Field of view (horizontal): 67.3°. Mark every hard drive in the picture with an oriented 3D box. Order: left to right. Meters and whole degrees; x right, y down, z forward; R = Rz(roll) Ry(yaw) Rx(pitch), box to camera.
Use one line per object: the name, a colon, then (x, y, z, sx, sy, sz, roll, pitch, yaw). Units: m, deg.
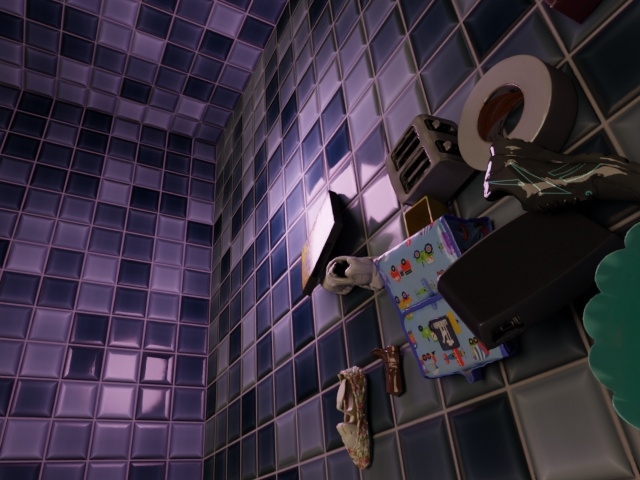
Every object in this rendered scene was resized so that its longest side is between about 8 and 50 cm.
hard drive: (0.318, 0.040, 0.755, 0.255, 0.054, 0.172, -36, 36, 4)

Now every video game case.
video game case: (0.000, 0.000, 1.489, 0.275, 0.035, 0.248, -96, 27, -65)

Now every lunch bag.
lunch bag: (0.255, 0.129, 0.939, 0.221, 0.138, 0.293, -40, 57, 49)

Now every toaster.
toaster: (0.240, -0.167, 1.078, 0.185, 0.110, 0.168, -54, 34, 39)

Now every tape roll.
tape roll: (0.362, -0.229, 0.905, 0.219, 0.072, 0.219, -37, 46, 52)

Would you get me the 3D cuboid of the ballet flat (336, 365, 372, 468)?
ballet flat: (0.075, 0.433, 1.186, 0.091, 0.077, 0.240, -38, 47, 51)

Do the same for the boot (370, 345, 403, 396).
boot: (0.156, 0.311, 1.130, 0.106, 0.037, 0.114, -36, 52, 56)

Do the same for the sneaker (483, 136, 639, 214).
sneaker: (0.376, -0.083, 0.737, 0.267, 0.101, 0.106, 24, 95, 46)

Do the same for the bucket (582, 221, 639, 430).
bucket: (0.445, 0.095, 0.475, 0.281, 0.183, 0.281, -36, 48, 54)

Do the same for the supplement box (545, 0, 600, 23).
supplement box: (0.435, -0.490, 0.861, 0.104, 0.081, 0.188, -54, 35, 39)

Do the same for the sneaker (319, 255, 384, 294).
sneaker: (0.060, 0.087, 1.322, 0.292, 0.118, 0.110, -21, 62, 61)

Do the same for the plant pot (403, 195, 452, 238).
plant pot: (0.243, -0.037, 1.042, 0.081, 0.083, 0.081, -42, 48, 50)
